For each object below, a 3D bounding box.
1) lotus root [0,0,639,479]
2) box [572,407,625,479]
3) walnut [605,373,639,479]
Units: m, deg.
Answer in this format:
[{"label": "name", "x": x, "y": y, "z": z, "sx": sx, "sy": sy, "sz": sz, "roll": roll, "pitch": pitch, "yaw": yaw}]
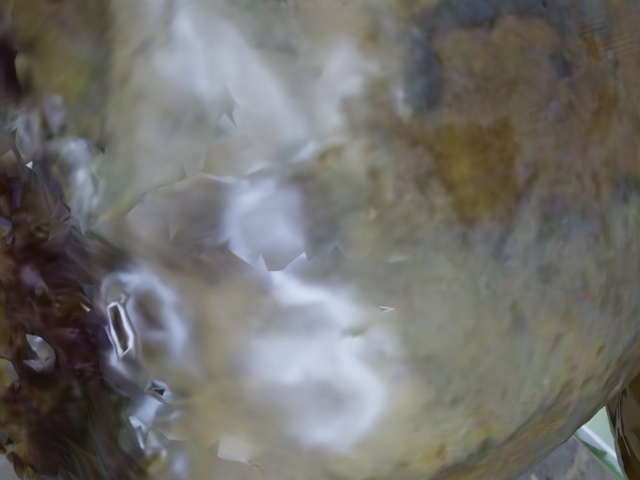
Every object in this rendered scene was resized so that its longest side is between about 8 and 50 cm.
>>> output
[{"label": "lotus root", "x": -0.035, "y": -0.030, "z": 0.443, "sx": 0.272, "sy": 0.192, "sz": 0.272, "roll": 17, "pitch": 119, "yaw": 35}, {"label": "box", "x": 0.393, "y": 0.079, "z": 1.405, "sx": 0.420, "sy": 0.138, "sz": 0.373, "roll": 44, "pitch": 126, "yaw": 0}, {"label": "walnut", "x": 0.279, "y": 0.052, "z": 0.651, "sx": 0.333, "sy": 0.333, "sz": 0.333, "roll": 1, "pitch": 97, "yaw": 6}]
